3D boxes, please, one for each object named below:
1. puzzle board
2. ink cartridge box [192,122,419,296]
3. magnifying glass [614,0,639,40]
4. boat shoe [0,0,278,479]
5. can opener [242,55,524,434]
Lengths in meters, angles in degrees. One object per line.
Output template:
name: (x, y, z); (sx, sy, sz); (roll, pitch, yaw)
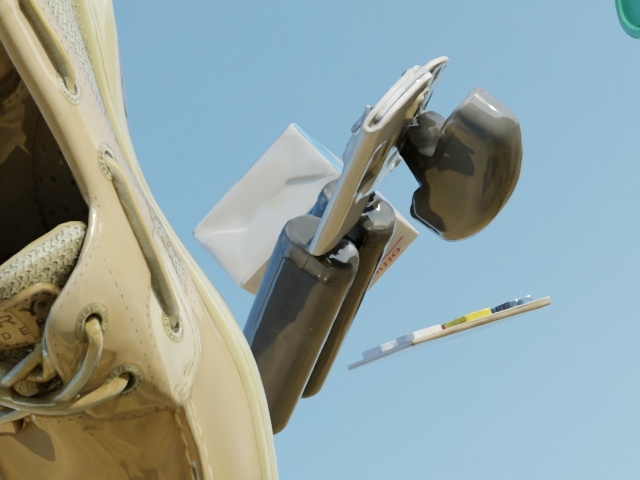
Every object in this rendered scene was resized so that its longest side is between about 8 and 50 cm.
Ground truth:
puzzle board: (0.079, 0.058, 1.195); (0.096, 0.011, 0.128); (-15, -6, -19)
ink cartridge box: (0.000, 0.000, 1.312); (0.104, 0.060, 0.180); (-48, -28, 5)
magnifying glass: (0.141, -0.167, 0.574); (0.026, 0.092, 0.231); (15, -64, -12)
boat shoe: (-0.095, 0.016, 0.608); (0.109, 0.302, 0.098); (-12, 11, 17)
can opener: (0.025, 0.018, 0.999); (0.076, 0.095, 0.283); (-44, -16, -40)
